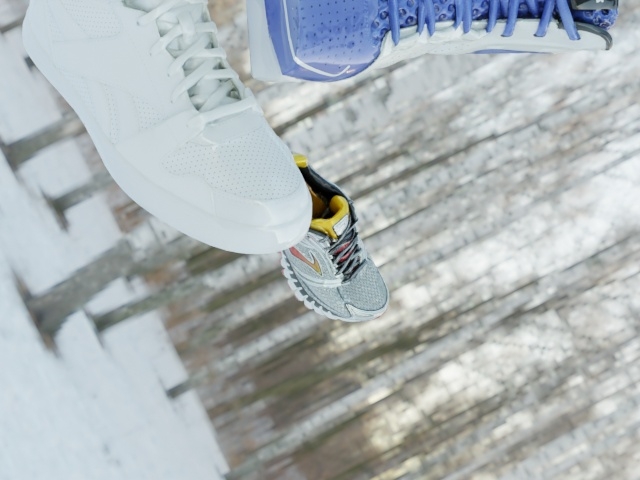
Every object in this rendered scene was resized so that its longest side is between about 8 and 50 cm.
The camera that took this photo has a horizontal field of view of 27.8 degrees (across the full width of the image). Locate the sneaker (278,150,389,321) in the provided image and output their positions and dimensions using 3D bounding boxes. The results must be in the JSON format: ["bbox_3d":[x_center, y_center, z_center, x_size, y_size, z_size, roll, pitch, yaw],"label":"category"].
[{"bbox_3d":[0.000,0.000,1.301,0.092,0.088,0.225,-2,-45,51],"label":"sneaker"}]

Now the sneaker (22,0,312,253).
[{"bbox_3d":[-0.102,-0.133,0.869,0.292,0.108,0.169,44,-42,24],"label":"sneaker"}]

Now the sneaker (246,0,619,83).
[{"bbox_3d":[0.104,-0.186,0.896,0.182,0.315,0.128,2,-77,42],"label":"sneaker"}]
